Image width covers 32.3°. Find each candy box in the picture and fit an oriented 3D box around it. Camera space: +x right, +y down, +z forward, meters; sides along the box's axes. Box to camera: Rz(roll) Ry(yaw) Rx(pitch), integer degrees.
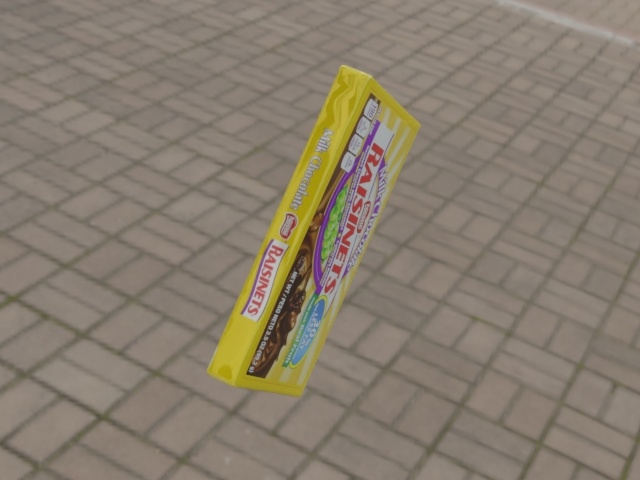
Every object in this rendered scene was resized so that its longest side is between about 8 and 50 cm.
[{"bbox_3d":[0.000,0.000,0.710,0.027,0.206,0.105,23,-1,23],"label":"candy box"}]
